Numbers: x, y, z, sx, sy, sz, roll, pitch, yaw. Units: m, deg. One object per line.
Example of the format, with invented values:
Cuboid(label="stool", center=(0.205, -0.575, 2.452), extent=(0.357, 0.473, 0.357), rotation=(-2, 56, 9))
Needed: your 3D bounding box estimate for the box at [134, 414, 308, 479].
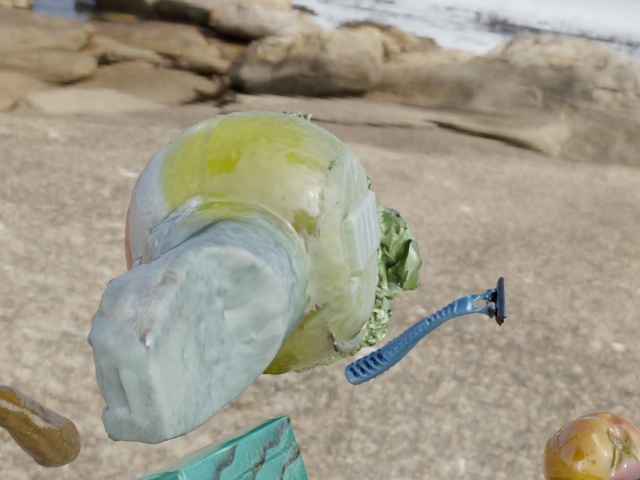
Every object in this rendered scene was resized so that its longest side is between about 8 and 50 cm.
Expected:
Cuboid(label="box", center=(-0.034, 0.237, 0.650), extent=(0.042, 0.226, 0.161), rotation=(-17, -3, 20))

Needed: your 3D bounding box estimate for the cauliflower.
Cuboid(label="cauliflower", center=(0.000, 0.000, 1.054), extent=(0.250, 0.275, 0.272), rotation=(6, -14, -28))

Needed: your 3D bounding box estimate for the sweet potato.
Cuboid(label="sweet potato", center=(-0.283, 0.186, 1.017), extent=(0.053, 0.182, 0.054), rotation=(-15, 56, 9))

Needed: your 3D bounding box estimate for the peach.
Cuboid(label="peach", center=(0.348, 0.289, 1.304), extent=(0.138, 0.138, 0.138), rotation=(8, 18, -3))

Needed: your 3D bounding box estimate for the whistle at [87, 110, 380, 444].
Cuboid(label="whistle", center=(-0.045, 0.015, 0.423), extent=(0.123, 0.122, 0.223), rotation=(12, 21, 11))

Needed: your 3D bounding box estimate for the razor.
Cuboid(label="razor", center=(0.133, 0.125, 1.349), extent=(0.042, 0.253, 0.082), rotation=(44, 31, -21))
